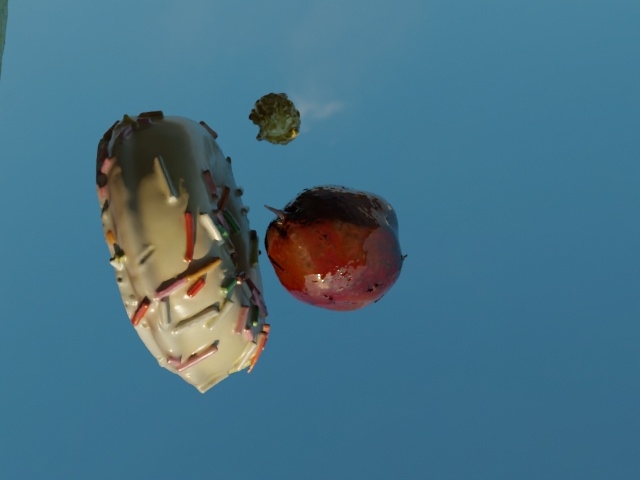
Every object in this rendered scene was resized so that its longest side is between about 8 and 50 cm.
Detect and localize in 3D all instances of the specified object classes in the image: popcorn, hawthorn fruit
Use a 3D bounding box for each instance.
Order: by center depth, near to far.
[{"bbox_3d":[0.000,0.000,1.355,0.181,0.235,0.181,-26,-127,40],"label":"hawthorn fruit"},{"bbox_3d":[-0.068,-0.180,1.521,0.083,0.082,0.057,-43,-149,25],"label":"popcorn"}]

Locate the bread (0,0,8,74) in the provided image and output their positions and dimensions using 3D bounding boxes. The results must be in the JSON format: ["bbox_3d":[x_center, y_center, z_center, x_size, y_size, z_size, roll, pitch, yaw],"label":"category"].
[{"bbox_3d":[-0.615,-0.265,1.436,0.308,0.348,0.348,10,-138,-20],"label":"bread"}]

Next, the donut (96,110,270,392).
[{"bbox_3d":[-0.170,0.004,1.334,0.142,0.382,0.382,-17,-134,5],"label":"donut"}]
